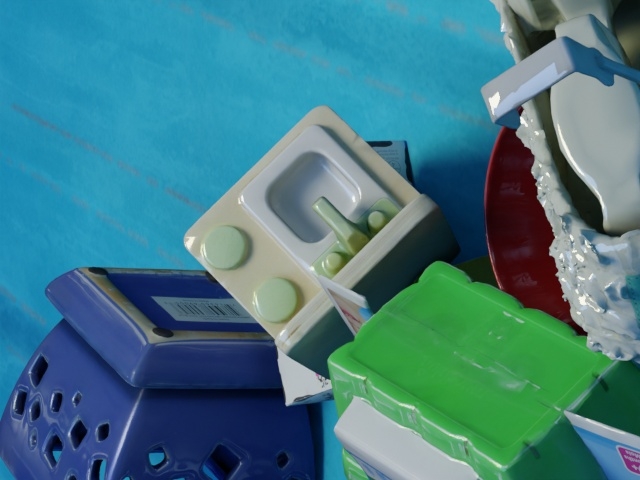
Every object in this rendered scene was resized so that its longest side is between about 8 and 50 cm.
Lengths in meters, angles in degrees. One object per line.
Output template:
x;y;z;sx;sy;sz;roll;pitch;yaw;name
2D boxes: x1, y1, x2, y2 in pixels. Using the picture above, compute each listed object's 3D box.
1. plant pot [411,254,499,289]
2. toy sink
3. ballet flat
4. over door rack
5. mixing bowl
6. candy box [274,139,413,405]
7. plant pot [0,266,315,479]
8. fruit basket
0.114;0.074;1.526;0.083;0.081;0.081;50;136;28;plant pot
0.000;0.000;1.486;0.131;0.153;0.234;45;-179;12;toy sink
0.176;-0.119;1.204;0.147;0.147;0.409;123;148;-46;ballet flat
0.198;-0.173;1.110;0.108;0.324;0.239;-41;58;40;over door rack
0.201;-0.017;1.340;0.181;0.098;0.181;12;104;58;mixing bowl
0.020;0.030;1.684;0.165;0.070;0.196;-25;72;58;candy box
-0.139;0.152;1.827;0.236;0.236;0.212;37;118;52;plant pot
0.149;0.199;1.312;0.327;0.165;0.353;29;148;49;fruit basket
